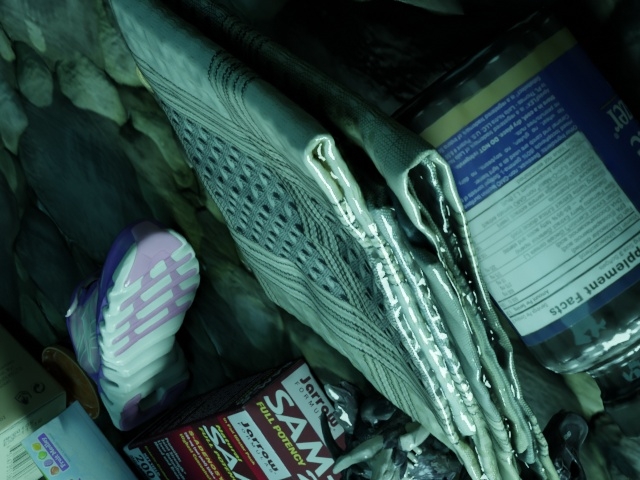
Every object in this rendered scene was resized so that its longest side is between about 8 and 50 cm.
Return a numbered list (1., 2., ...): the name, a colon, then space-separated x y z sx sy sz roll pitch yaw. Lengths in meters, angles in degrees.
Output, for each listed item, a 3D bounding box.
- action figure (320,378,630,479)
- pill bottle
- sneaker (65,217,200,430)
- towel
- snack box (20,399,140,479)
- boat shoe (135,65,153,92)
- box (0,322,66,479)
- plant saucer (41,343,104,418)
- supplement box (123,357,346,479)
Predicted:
1. action figure: 0.077 0.178 1.151 0.276 0.141 0.164 -1 131 50
2. pill bottle: 0.139 -0.007 0.911 0.219 0.123 0.123 53 148 -1
3. sneaker: -0.167 0.057 1.394 0.104 0.095 0.236 46 149 25
4. towel: 0.000 0.000 1.005 0.324 0.056 0.312 37 159 45
5. snack box: -0.184 0.255 1.542 0.174 0.070 0.207 49 167 18
6. boat shoe: -0.081 -0.102 1.168 0.153 0.048 0.056 27 139 34
7. box: -0.402 0.119 1.700 0.311 0.121 0.148 43 148 21
8. plant saucer: -0.238 0.136 1.622 0.083 0.013 0.083 33 143 30
9. supplement box: -0.058 0.188 1.389 0.130 0.073 0.239 55 147 -5
